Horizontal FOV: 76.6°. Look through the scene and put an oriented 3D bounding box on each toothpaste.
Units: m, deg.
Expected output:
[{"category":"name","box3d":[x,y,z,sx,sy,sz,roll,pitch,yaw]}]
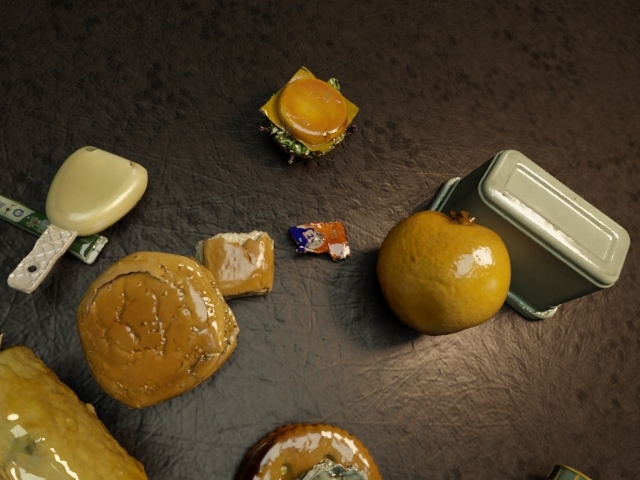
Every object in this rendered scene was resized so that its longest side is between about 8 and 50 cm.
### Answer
[{"category":"toothpaste","box3d":[-0.438,-0.026,0.628,0.204,0.031,0.049,26,67,-5]}]

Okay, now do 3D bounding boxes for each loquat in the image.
[{"category":"loquat","box3d":[0.198,0.050,0.656,0.208,0.208,0.208,4,69,-12]}]

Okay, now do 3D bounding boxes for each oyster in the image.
[{"category":"oyster","box3d":[0.006,0.331,0.536,0.100,0.037,0.098,37,85,-18]}]

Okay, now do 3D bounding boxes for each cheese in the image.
[{"category":"cheese","box3d":[-0.371,-0.033,0.611,0.127,0.054,0.251,20,56,-4]}]

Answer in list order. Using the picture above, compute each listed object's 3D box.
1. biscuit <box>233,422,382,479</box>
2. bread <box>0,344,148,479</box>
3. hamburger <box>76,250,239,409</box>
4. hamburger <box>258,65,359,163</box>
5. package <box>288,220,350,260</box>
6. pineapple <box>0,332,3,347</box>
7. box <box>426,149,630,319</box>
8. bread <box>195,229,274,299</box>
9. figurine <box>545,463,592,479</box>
[{"category":"biscuit","box3d":[-0.018,0.370,0.563,0.221,0.066,0.220,4,69,-11]},{"category":"bread","box3d":[-0.378,0.304,0.332,0.395,0.264,0.239,-39,98,-19]},{"category":"hamburger","box3d":[-0.227,0.117,0.567,0.214,0.108,0.213,0,87,4]},{"category":"hamburger","box3d":[-0.021,-0.230,0.768,0.189,0.093,0.164,-42,86,-21]},{"category":"package","box3d":[-0.001,0.000,0.723,0.111,0.033,0.077,-2,47,-28]},{"category":"pineapple","box3d":[-0.468,0.184,0.532,0.116,0.069,0.137,-13,65,-12]},{"category":"box","box3d":[0.369,-0.014,0.734,0.312,0.182,0.175,37,66,1]},{"category":"bread","box3d":[-0.133,0.039,0.648,0.125,0.082,0.106,-4,67,-17]},{"category":"figurine","box3d":[0.356,0.475,0.576,0.158,0.161,0.275,36,63,27]}]
